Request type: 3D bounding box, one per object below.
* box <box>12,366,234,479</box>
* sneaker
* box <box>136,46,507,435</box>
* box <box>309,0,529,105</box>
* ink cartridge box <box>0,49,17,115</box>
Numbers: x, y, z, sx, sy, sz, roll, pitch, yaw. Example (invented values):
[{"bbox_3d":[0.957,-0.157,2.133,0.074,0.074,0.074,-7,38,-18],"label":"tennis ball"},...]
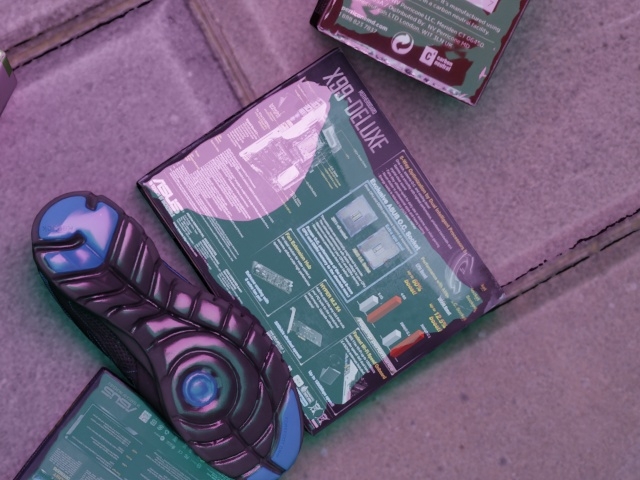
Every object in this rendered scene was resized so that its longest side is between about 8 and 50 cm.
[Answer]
[{"bbox_3d":[-0.178,0.265,1.547,0.232,0.059,0.183,37,84,-6],"label":"box"},{"bbox_3d":[-0.145,0.092,1.520,0.125,0.139,0.341,-41,94,-15],"label":"sneaker"},{"bbox_3d":[0.000,0.000,1.568,0.242,0.076,0.307,-35,94,-7],"label":"box"},{"bbox_3d":[0.100,-0.243,1.509,0.168,0.203,0.167,25,97,-6],"label":"box"},{"bbox_3d":[-0.431,-0.173,1.451,0.272,0.198,0.115,26,85,-7],"label":"ink cartridge box"}]
